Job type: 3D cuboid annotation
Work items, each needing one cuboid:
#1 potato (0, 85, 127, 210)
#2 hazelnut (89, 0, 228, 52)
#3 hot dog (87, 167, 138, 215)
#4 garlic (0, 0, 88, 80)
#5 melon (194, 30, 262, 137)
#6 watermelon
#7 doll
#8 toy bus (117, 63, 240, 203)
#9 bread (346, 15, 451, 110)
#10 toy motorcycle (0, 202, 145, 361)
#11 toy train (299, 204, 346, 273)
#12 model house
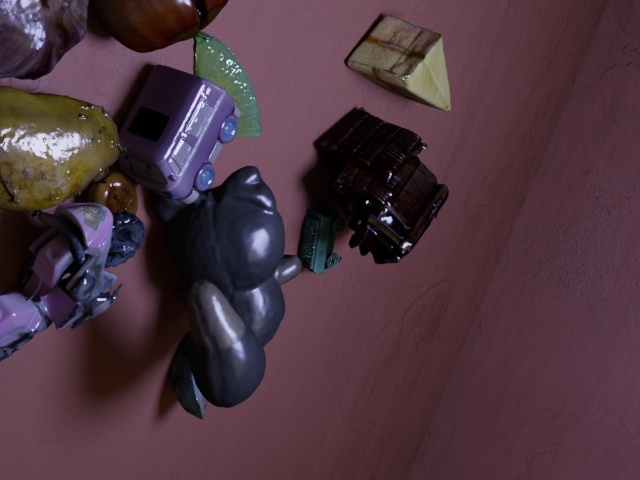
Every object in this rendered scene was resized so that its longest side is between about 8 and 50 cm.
[{"bbox_3d":[-0.412,-0.128,1.158,0.300,0.140,0.173,-6,112,-53],"label":"potato"},{"bbox_3d":[-0.240,-0.386,1.215,0.212,0.181,0.181,-47,-175,-13],"label":"hazelnut"},{"bbox_3d":[-0.351,-0.070,1.369,0.090,0.060,0.140,-55,153,-26],"label":"hot dog"},{"bbox_3d":[-0.386,-0.320,1.057,0.245,0.160,0.245,-40,137,-51],"label":"garlic"},{"bbox_3d":[-0.187,-0.282,1.507,0.114,0.053,0.261,-35,135,-15],"label":"melon"},{"bbox_3d":[-0.261,0.283,1.691,0.094,0.081,0.180,33,45,-39],"label":"watermelon"},{"bbox_3d":[-0.151,0.064,1.481,0.252,0.378,0.382,-19,119,-7],"label":"doll"},{"bbox_3d":[-0.246,-0.178,1.381,0.202,0.142,0.142,-64,154,-7],"label":"toy bus"},{"bbox_3d":[0.191,-0.355,1.894,0.163,0.168,0.264,-52,146,-22],"label":"bread"},{"bbox_3d":[-0.412,0.055,1.251,0.327,0.143,0.188,-42,161,-14],"label":"toy motorcycle"},{"bbox_3d":[0.000,0.000,1.928,0.099,0.070,0.172,-11,118,-42],"label":"toy train"},{"bbox_3d":[0.096,-0.123,1.867,0.282,0.297,0.317,48,54,-13],"label":"model house"}]
